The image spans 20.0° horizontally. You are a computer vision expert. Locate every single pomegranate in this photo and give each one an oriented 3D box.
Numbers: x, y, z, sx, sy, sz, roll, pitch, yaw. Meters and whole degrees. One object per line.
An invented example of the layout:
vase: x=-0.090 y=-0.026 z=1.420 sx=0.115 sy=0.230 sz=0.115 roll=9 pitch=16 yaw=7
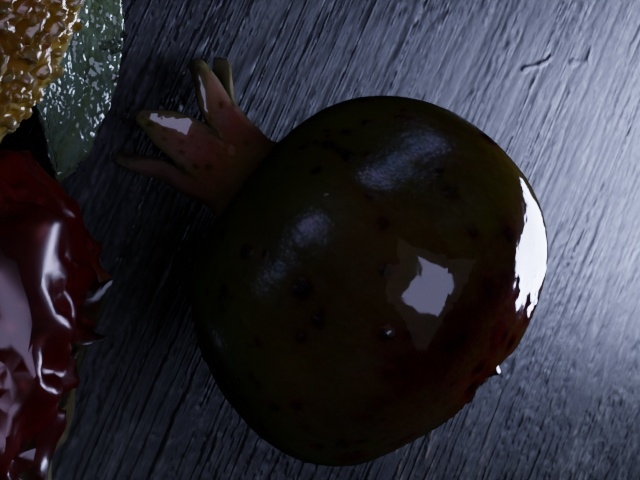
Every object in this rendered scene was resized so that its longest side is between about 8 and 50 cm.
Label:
pomegranate: x=0.003 y=0.019 z=1.393 sx=0.291 sy=0.323 sz=0.291 roll=-52 pitch=156 yaw=-36

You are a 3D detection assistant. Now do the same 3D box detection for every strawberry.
strawberry: x=-0.326 y=0.071 z=1.126 sx=0.345 sy=0.295 sz=0.317 roll=18 pitch=121 yaw=-17

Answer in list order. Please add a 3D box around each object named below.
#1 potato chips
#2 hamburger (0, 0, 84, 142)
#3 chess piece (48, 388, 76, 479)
potato chips: x=-0.188 y=-0.102 z=1.281 sx=0.167 sy=0.059 sz=0.228 roll=63 pitch=27 yaw=-51
hamburger: x=-0.270 y=-0.156 z=0.974 sx=0.302 sy=0.170 sz=0.302 roll=-8 pitch=113 yaw=-18
chess piece: x=-0.211 y=0.107 z=1.320 sx=0.090 sy=0.090 sz=0.200 roll=28 pitch=79 yaw=-38
